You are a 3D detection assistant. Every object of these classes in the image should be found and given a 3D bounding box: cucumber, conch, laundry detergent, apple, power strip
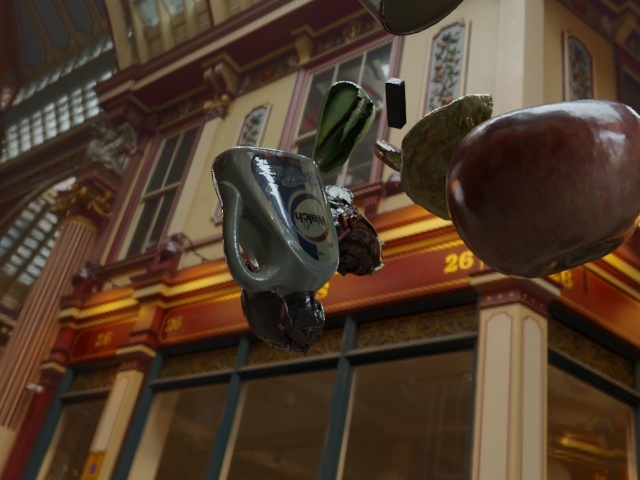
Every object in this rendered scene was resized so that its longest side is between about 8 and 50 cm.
[{"bbox_3d":[0.000,0.000,2.092,0.096,0.096,0.359,17,-52,-8],"label":"cucumber"},{"bbox_3d":[0.061,-0.289,1.774,0.144,0.250,0.137,5,-42,7],"label":"conch"},{"bbox_3d":[-0.066,0.002,1.119,0.215,0.280,0.105,6,-22,-45],"label":"laundry detergent"},{"bbox_3d":[0.376,-0.078,1.155,0.345,0.269,0.345,-8,-2,0],"label":"apple"},{"bbox_3d":[0.162,-0.292,1.523,0.038,0.029,0.111,20,-43,29],"label":"power strip"}]

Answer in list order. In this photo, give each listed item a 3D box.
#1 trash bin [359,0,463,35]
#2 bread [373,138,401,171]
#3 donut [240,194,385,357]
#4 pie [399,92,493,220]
[{"bbox_3d":[0.092,-0.617,1.317,0.280,0.432,0.280,-29,-20,-12],"label":"trash bin"},{"bbox_3d":[0.181,-0.208,1.787,0.154,0.054,0.136,32,11,19],"label":"bread"},{"bbox_3d":[-0.018,0.053,1.449,0.136,0.345,0.259,29,-21,39],"label":"donut"},{"bbox_3d":[0.346,-0.177,1.686,0.338,0.075,0.337,1,-66,2],"label":"pie"}]
